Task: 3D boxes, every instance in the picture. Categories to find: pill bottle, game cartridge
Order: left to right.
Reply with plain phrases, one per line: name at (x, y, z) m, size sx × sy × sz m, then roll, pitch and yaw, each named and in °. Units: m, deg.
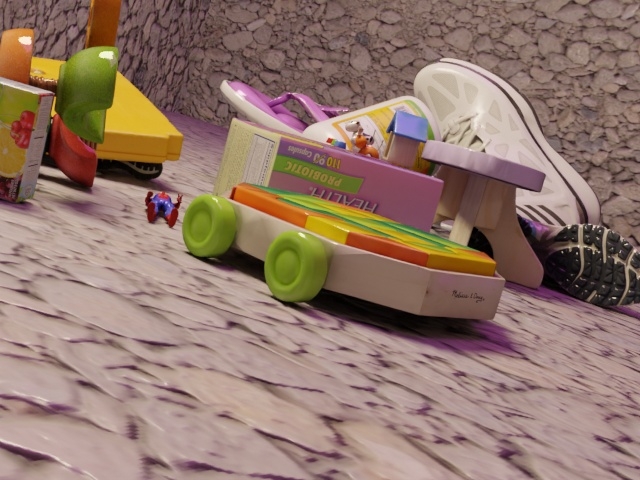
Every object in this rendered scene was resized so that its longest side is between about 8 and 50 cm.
game cartridge at (-0.366, -0.183, 1.217) m, size 0.285 × 0.053 × 0.323 m, roll 2°, pitch 25°, yaw -32°
pill bottle at (0.051, -0.126, 1.382) m, size 0.245 × 0.136 × 0.136 m, roll -20°, pitch 24°, yaw -24°

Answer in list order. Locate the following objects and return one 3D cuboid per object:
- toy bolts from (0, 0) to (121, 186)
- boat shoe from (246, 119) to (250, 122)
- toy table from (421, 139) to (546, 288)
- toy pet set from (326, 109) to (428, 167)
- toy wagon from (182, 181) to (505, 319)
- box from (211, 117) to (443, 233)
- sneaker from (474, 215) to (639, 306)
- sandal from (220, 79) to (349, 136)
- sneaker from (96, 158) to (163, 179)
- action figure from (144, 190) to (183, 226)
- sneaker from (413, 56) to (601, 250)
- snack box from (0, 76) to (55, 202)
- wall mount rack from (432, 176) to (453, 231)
toy bolts at (-0.300, -0.171, 0.935) m, size 0.158 × 0.218 × 0.228 m, roll 7°, pitch -29°, yaw -17°
boat shoe at (-0.101, -0.157, 1.646) m, size 0.113 × 0.103 × 0.302 m, roll 35°, pitch 9°, yaw 8°
toy table at (0.209, -0.043, 1.288) m, size 0.252 × 0.161 × 0.274 m, roll 19°, pitch 7°, yaw 21°
toy pet set at (0.073, -0.135, 1.125) m, size 0.114 × 0.065 × 0.122 m, roll 15°, pitch 7°, yaw -8°
toy wagon at (0.000, 0.000, 0.862) m, size 0.267 × 0.068 × 0.344 m, roll 9°, pitch 10°, yaw -46°
box at (-0.002, -0.063, 1.145) m, size 0.213 × 0.117 × 0.243 m, roll 14°, pitch 8°, yaw -20°
sneaker at (0.382, 0.024, 1.376) m, size 0.283 × 0.110 × 0.122 m, roll 22°, pitch 6°, yaw 39°
sandal at (0.026, -0.177, 1.530) m, size 0.416 × 0.102 × 0.169 m, roll 30°, pitch 9°, yaw -10°
sneaker at (-0.265, -0.109, 1.215) m, size 0.109 × 0.040 × 0.043 m, roll 13°, pitch 6°, yaw -29°
action figure at (-0.165, -0.038, 0.951) m, size 0.038 × 0.030 × 0.115 m, roll 9°, pitch 7°, yaw -13°
sneaker at (0.293, -0.146, 1.628) m, size 0.447 × 0.169 × 0.257 m, roll 49°, pitch 41°, yaw 12°
snack box at (-0.315, -0.101, 0.797) m, size 0.141 × 0.100 × 0.037 m, roll 17°, pitch 11°, yaw 4°
wall mount rack at (0.151, -0.110, 1.798) m, size 0.350 × 0.130 × 0.304 m, roll 17°, pitch 16°, yaw 19°
